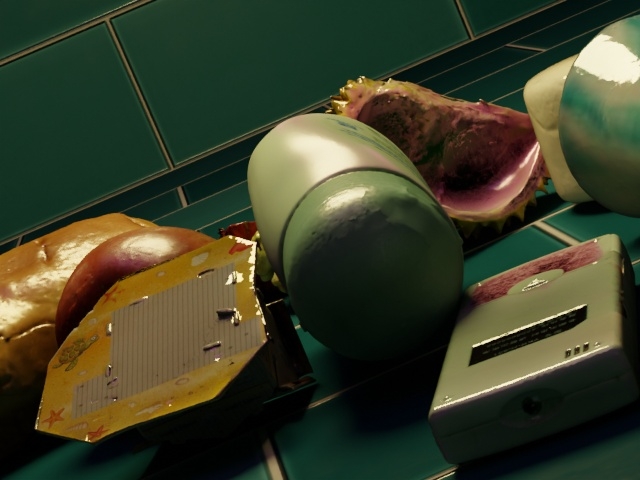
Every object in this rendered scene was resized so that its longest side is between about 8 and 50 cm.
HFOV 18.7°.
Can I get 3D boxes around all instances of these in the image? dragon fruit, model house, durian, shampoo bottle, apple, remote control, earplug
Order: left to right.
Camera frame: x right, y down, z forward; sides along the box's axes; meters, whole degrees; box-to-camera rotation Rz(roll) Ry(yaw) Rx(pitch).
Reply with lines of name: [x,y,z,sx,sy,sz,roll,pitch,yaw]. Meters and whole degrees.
apple: [-0.153,0.073,1.822,0.181,0.181,0.168,-21,0,14]
model house: [-0.116,0.128,1.665,0.219,0.136,0.207,-24,37,11]
dragon fruit: [-0.063,0.028,2.173,0.106,0.083,0.162,-6,-16,-14]
shampoo bottle: [0.035,0.001,1.672,0.151,0.222,0.349,-42,12,4]
durian: [0.119,-0.068,2.009,0.260,0.154,0.186,18,35,-4]
remote control: [0.164,0.072,1.439,0.145,0.050,0.344,-21,9,14]
earplug: [0.342,-0.090,1.587,0.185,0.185,0.324,-25,14,-12]

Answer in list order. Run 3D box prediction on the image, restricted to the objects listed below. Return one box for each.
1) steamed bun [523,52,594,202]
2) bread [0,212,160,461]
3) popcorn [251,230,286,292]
steamed bun: [0.316,-0.129,1.908,0.241,0.146,0.164,-17,7,37]
bread: [-0.288,0.091,1.958,0.344,0.149,0.195,-29,46,-26]
popcorn: [0.000,0.000,2.064,0.135,0.162,0.141,16,55,22]
